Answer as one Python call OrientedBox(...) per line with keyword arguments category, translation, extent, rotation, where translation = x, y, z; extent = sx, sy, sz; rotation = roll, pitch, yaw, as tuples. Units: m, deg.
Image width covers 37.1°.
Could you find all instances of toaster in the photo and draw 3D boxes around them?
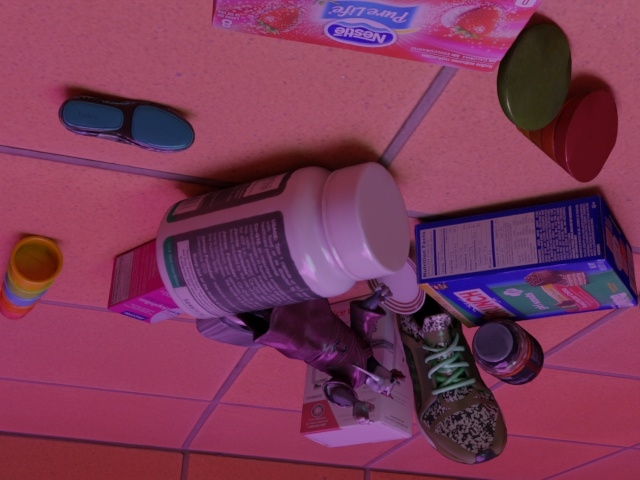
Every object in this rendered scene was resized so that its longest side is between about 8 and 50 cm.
OrientedBox(category="toaster", translation=(-0.140, 0.141, 1.895), extent=(0.227, 0.129, 0.146), rotation=(15, 156, -30))

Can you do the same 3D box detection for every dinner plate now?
OrientedBox(category="dinner plate", translation=(0.137, 0.070, 1.744), extent=(0.017, 0.141, 0.141), rotation=(-35, -179, -39))

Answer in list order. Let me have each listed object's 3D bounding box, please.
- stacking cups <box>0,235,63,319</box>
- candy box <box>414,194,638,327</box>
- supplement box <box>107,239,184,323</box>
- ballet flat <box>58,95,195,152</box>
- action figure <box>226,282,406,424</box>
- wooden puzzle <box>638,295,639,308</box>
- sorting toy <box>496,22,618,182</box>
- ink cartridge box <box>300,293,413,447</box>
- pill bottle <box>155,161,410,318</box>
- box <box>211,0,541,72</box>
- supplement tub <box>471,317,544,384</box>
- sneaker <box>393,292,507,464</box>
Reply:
OrientedBox(category="stacking cups", translation=(-0.583, 0.091, 1.863), extent=(0.096, 0.096, 0.316), rotation=(14, 153, -22))
OrientedBox(category="candy box", translation=(0.354, 0.045, 1.638), extent=(0.317, 0.122, 0.268), rotation=(-9, 156, 27))
OrientedBox(category="supplement box", translation=(-0.285, 0.070, 1.771), extent=(0.111, 0.114, 0.220), rotation=(24, 150, -39))
OrientedBox(category="ballet flat", translation=(-0.271, -0.165, 1.338), extent=(0.188, 0.070, 0.070), rotation=(13, 153, -18))
OrientedBox(category="action figure", translation=(-0.003, 0.193, 1.731), extent=(0.370, 0.248, 0.276), rotation=(41, 147, -24))
OrientedBox(category="wooden puzzle", translation=(0.826, 0.105, 1.775), extent=(0.322, 0.080, 0.348), rotation=(10, 154, -16))
OrientedBox(category="sorting toy", translation=(0.240, -0.198, 1.195), extent=(0.126, 0.127, 0.365), rotation=(20, 171, 46))
OrientedBox(category="ink cartridge box", translation=(0.079, 0.265, 1.955), extent=(0.207, 0.283, 0.117), rotation=(-17, 145, 36))
OrientedBox(category="pill bottle", translation=(-0.059, 0.000, 1.486), extent=(0.361, 0.204, 0.204), rotation=(-12, 152, 29))
OrientedBox(category="box", translation=(0.053, -0.284, 0.930), extent=(0.300, 0.154, 0.142), rotation=(6, 155, -11))
OrientedBox(category="supplement tub", translation=(0.337, 0.200, 1.729), extent=(0.106, 0.106, 0.198), rotation=(-8, 162, 22))
OrientedBox(category="sneaker", translation=(0.217, 0.216, 1.744), extent=(0.158, 0.410, 0.182), rotation=(-20, 139, -1))
